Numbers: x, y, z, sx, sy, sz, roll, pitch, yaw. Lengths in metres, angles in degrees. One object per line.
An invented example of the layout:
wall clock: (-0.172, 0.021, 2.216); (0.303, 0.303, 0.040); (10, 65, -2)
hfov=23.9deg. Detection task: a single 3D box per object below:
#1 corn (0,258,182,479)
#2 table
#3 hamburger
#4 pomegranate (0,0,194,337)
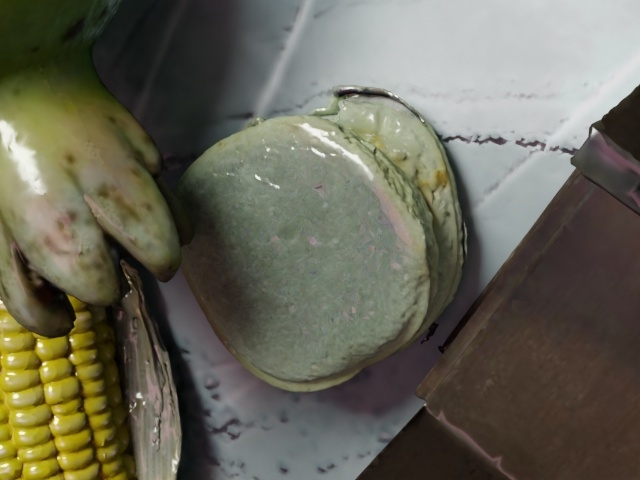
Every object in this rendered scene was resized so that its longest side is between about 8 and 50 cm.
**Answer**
corn: (-0.147, 0.122, 0.806); (0.123, 0.122, 0.305); (12, 113, 53)
table: (0.132, 0.064, 0.535); (0.196, 0.282, 0.250); (40, 121, 8)
hamburger: (0.000, 0.000, 0.711); (0.140, 0.062, 0.133); (-30, 88, 34)
pomegranate: (-0.183, -0.102, 0.667); (0.242, 0.242, 0.305); (-5, 103, 28)
